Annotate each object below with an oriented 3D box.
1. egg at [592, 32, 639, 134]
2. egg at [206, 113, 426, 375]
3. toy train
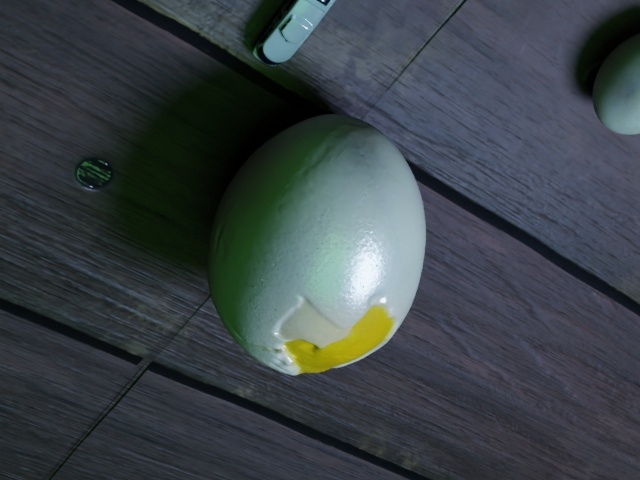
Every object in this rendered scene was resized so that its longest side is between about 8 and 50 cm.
[{"bbox_3d":[0.427,-0.211,1.422,0.114,0.114,0.152,21,120,-25],"label":"egg"},{"bbox_3d":[0.000,0.000,1.392,0.283,0.283,0.345,9,121,-19],"label":"egg"},{"bbox_3d":[-0.011,-0.294,1.308,0.043,0.047,0.207,27,116,-27],"label":"toy train"}]
